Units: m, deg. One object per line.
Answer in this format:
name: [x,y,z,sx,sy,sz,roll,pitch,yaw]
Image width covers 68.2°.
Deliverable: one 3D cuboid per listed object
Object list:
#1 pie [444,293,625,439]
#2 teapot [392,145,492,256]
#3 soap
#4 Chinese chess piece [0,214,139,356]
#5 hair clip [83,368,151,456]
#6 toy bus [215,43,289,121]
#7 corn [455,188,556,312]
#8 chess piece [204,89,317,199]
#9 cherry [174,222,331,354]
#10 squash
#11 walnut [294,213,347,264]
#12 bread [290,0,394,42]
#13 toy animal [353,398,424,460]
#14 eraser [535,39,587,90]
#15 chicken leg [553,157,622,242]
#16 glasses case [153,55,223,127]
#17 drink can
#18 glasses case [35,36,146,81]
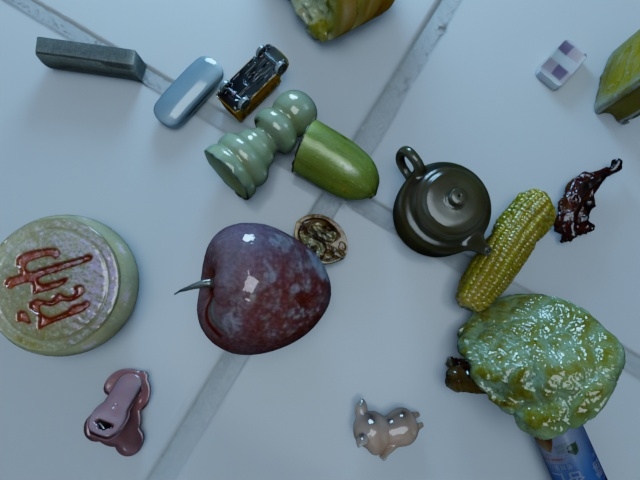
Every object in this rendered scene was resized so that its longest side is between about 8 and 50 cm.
pie: [0.387,0.210,0.869,0.274,0.105,0.257,23,69,42]
teapot: [0.236,-0.076,0.924,0.185,0.175,0.268,-36,84,-9]
soap: [0.671,-0.362,0.927,0.089,0.274,0.174,21,81,1]
Chinese chess piece: [-0.489,0.085,0.911,0.269,0.112,0.271,0,82,-1]
hair clip: [-0.385,0.329,0.917,0.123,0.102,0.138,17,49,-1]
toy bus: [-0.138,-0.333,1.002,0.069,0.074,0.162,43,85,12]
corn: [0.368,0.020,0.948,0.101,0.101,0.292,38,83,4]
chess piece: [-0.105,-0.209,0.965,0.133,0.133,0.243,44,76,5]
cherry: [-0.123,0.086,0.871,0.285,0.213,0.236,0,111,-23]
squash: [0.038,-0.149,0.957,0.186,0.123,0.123,33,82,4]
walnut: [0.000,0.000,0.965,0.121,0.052,0.091,39,81,2]
bread: [0.032,-0.606,0.982,0.270,0.211,0.316,-30,86,-7]
toy animal: [0.125,0.355,0.902,0.149,0.083,0.089,-1,102,-19]
eraser: [0.536,-0.391,1.053,0.065,0.026,0.105,41,83,7]
chicken leg: [0.555,-0.090,0.997,0.089,0.048,0.219,29,82,0]
glasses case: [-0.280,-0.317,1.009,0.067,0.045,0.179,39,82,4]
drink can: [0.465,0.393,0.897,0.097,0.097,0.236,-20,82,-4]
glasses case: [-0.483,-0.382,1.002,0.204,0.071,0.047,8,85,-1]
